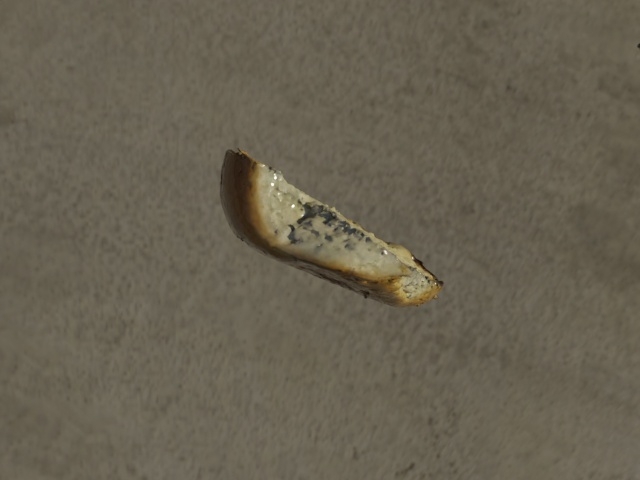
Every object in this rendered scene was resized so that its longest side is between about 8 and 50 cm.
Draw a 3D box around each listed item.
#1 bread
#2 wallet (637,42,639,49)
[{"bbox_3d":[0.000,0.000,0.665,0.126,0.129,0.044,30,88,17],"label":"bread"},{"bbox_3d":[0.295,-0.046,0.778,0.124,0.042,0.230,-28,100,0],"label":"wallet"}]
